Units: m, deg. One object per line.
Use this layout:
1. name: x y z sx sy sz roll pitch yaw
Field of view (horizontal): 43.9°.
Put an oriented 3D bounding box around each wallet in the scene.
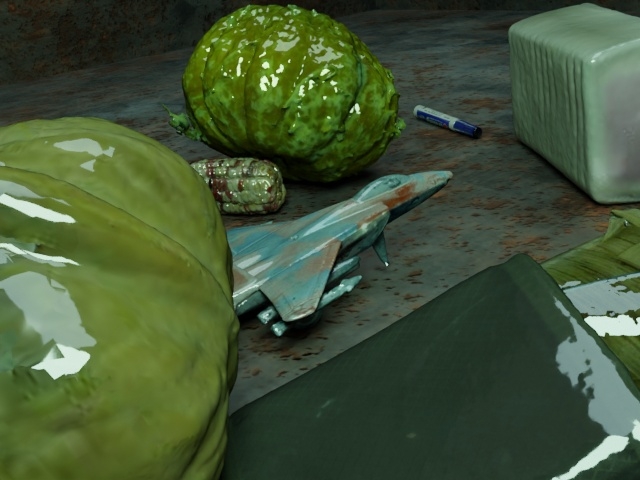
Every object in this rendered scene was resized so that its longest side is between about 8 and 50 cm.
1. wallet: 0.055 0.117 0.469 0.245 0.052 0.168 -28 38 6

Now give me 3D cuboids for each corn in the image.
1. corn: -0.160 -0.070 1.068 0.237 0.079 0.079 -2 21 20

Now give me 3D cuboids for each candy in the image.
1. candy: 0.371 -0.194 1.080 0.145 0.208 0.358 -12 23 0

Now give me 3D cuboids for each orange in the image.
1. orange: -0.036 -0.203 1.086 0.301 0.223 0.300 12 -4 32

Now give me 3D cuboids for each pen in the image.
1. pen: 0.219 -0.208 1.387 0.025 0.025 0.204 -13 23 -18

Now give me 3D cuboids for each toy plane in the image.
1. toy plane: 0.001 0.007 0.779 0.326 0.104 0.223 -19 26 -24

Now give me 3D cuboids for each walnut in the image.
1. walnut: -0.187 0.062 0.490 0.277 0.253 0.282 -4 21 5

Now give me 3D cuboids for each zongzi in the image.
1. zongzi: 0.209 0.097 0.527 0.221 0.112 0.242 -23 39 -12
